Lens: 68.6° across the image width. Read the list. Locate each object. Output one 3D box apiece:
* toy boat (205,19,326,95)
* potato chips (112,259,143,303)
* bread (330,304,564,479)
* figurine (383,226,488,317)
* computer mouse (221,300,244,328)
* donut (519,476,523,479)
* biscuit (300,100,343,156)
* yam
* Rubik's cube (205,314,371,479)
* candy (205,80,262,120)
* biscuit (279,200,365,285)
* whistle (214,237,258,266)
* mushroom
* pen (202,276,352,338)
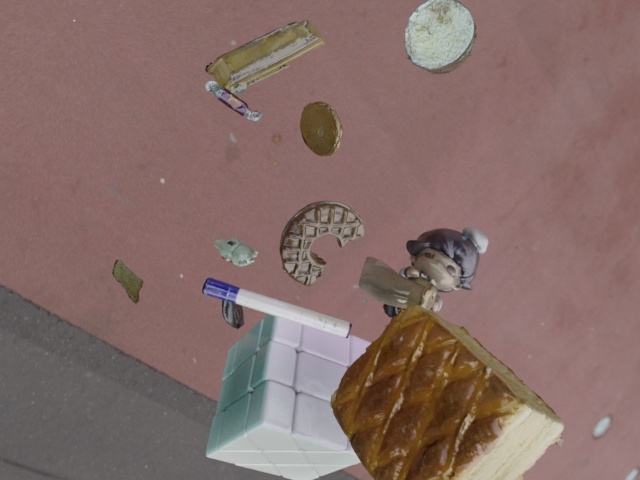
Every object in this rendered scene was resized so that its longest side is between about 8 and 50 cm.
[{"bbox_3d":[-0.176,-0.638,1.645,0.445,0.162,0.136,-32,87,-13],"label":"toy boat"},{"bbox_3d":[-0.666,0.137,1.631,0.026,0.209,0.142,-42,156,6],"label":"potato chips"},{"bbox_3d":[0.202,0.296,0.810,0.207,0.279,0.279,28,105,-39],"label":"bread"},{"bbox_3d":[0.334,0.093,1.426,0.365,0.218,0.206,-31,131,-42],"label":"figurine"},{"bbox_3d":[-0.252,0.188,1.306,0.047,0.079,0.135,-12,114,4],"label":"computer mouse"},{"bbox_3d":[0.354,0.469,1.050,0.085,0.217,0.141,-32,126,-29],"label":"donut"},{"bbox_3d":[0.004,-0.443,1.863,0.042,0.225,0.226,-25,125,-42],"label":"biscuit"},{"bbox_3d":[0.279,-0.456,1.069,0.254,0.153,0.154,-31,138,-65],"label":"yam"},{"bbox_3d":[-0.074,0.416,1.242,0.318,0.316,0.322,26,133,-22],"label":"Rubik's cube"},{"bbox_3d":[-0.247,-0.394,1.332,0.175,0.043,0.045,33,80,-20],"label":"candy"},{"bbox_3d":[-0.018,-0.003,1.820,0.366,0.115,0.268,-47,119,7],"label":"biscuit"},{"bbox_3d":[-0.363,0.047,1.976,0.101,0.253,0.106,-9,115,-50],"label":"whistle"},{"bbox_3d":[0.185,0.122,1.232,0.108,0.247,0.096,-13,117,-39],"label":"mushroom"},{"bbox_3d":[-0.075,0.118,0.823,0.268,0.033,0.033,17,107,1],"label":"pen"}]
